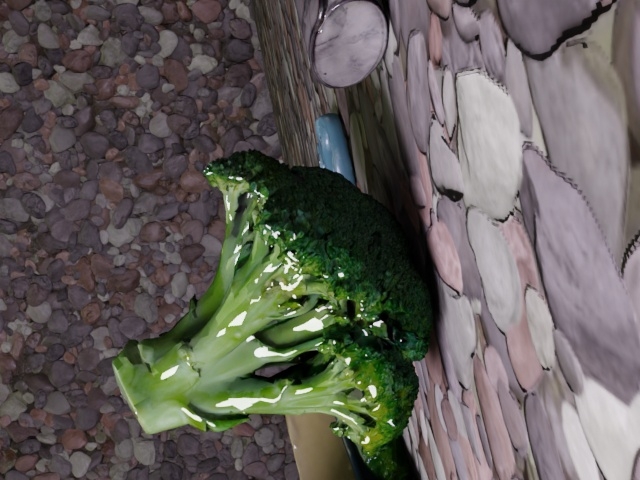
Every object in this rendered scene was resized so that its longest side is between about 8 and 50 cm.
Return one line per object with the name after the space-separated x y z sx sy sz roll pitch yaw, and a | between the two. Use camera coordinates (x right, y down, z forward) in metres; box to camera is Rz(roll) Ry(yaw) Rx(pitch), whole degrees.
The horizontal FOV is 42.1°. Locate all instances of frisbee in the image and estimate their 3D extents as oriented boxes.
0.067 0.290 1.294 0.289 0.049 0.290 -19 -90 -87 | frisbee

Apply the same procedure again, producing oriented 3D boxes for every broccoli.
-0.046 0.055 0.686 0.254 0.269 0.269 62 -179 -16 | broccoli

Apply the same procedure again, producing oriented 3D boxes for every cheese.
0.052 0.460 1.442 0.384 0.104 0.384 -19 -90 -89 | cheese

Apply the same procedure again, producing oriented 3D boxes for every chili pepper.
0.068 0.226 1.059 0.122 0.065 0.279 94 164 -44 | chili pepper

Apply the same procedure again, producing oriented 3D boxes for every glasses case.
-0.010 -0.275 0.667 0.114 0.060 0.299 88 170 -68 | glasses case

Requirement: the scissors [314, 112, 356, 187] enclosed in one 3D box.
0.042 0.018 1.007 0.180 0.032 0.393 85 172 -65 | scissors
